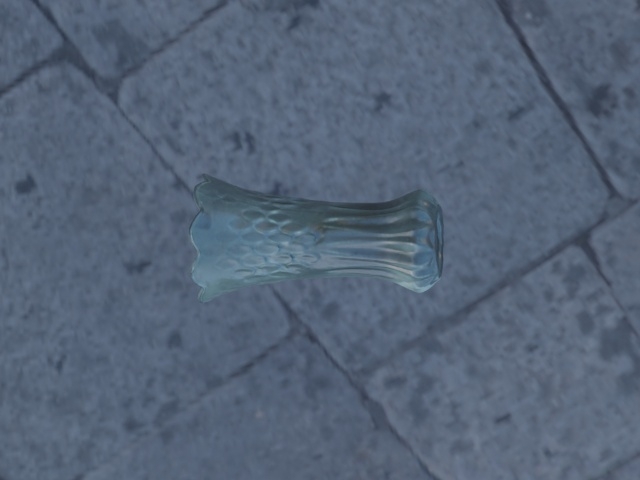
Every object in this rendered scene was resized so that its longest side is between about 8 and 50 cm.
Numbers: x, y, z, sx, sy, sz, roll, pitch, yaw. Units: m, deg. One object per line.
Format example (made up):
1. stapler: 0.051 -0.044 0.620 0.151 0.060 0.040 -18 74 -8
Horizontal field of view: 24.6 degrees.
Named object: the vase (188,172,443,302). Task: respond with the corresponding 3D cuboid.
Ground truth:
1. vase: 0.000 0.000 0.896 0.148 0.081 0.081 1 125 9
